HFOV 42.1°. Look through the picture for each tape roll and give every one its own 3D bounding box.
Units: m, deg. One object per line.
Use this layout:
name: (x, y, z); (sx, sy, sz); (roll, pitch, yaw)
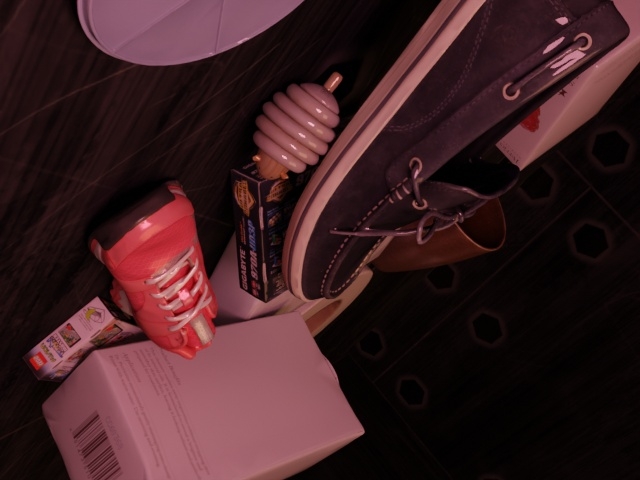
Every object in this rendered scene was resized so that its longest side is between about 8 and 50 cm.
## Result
tape roll: (-0.054, 0.168, 1.801); (0.392, 0.072, 0.392); (-38, 169, -9)

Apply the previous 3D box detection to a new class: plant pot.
plant pot: (0.195, -0.033, 1.586); (0.230, 0.215, 0.215); (-31, 176, 36)

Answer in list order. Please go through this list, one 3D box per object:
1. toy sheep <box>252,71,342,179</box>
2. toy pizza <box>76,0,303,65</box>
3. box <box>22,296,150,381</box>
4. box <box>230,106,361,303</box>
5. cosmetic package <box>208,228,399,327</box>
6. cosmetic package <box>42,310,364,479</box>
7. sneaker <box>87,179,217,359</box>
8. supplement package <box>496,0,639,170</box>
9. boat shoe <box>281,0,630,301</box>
toy sheep: (-0.022, -0.118, 0.850); (0.132, 0.091, 0.091); (-57, 165, 10)
toy pizza: (-0.067, -0.188, 0.545); (0.201, 0.032, 0.201); (-28, 167, -7)
box: (-0.284, 0.134, 1.063); (0.114, 0.036, 0.207); (-39, 168, -5)
box: (-0.009, -0.046, 1.033); (0.220, 0.051, 0.175); (-32, 136, -36)
cosmetic package: (0.000, 0.000, 1.298); (0.377, 0.097, 0.284); (-31, 167, -37)
cosmetic package: (-0.144, 0.240, 1.124); (0.156, 0.217, 0.385); (-42, 156, 32)
sneaker: (-0.154, 0.044, 0.896); (0.116, 0.136, 0.314); (-37, 168, -18)
supplement package: (0.318, -0.260, 1.134); (0.175, 0.177, 0.293); (-36, 167, -16)
boat shoe: (0.116, -0.082, 0.867); (0.187, 0.156, 0.500); (-32, 163, -53)
